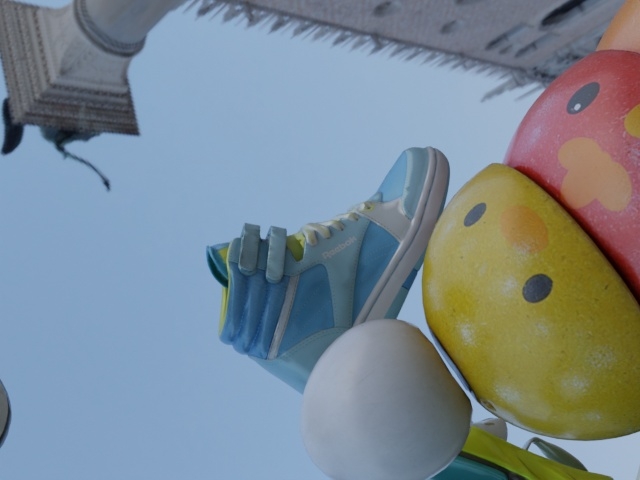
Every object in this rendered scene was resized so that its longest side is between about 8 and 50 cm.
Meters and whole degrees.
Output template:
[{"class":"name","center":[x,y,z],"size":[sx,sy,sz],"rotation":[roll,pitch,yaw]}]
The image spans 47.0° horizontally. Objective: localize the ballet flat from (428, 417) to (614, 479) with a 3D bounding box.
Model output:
[{"class":"ballet flat","center":[0.179,0.213,0.694],"size":[0.230,0.077,0.077],"rotation":[23,-129,-2]}]

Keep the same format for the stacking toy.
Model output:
[{"class":"stacking toy","center":[0.197,0.027,0.517],"size":[0.351,0.479,0.350],"rotation":[55,178,3]}]

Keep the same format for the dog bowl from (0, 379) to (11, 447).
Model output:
[{"class":"dog bowl","center":[-0.509,0.172,0.657],"size":[0.407,0.408,0.151],"rotation":[19,-79,-39]}]

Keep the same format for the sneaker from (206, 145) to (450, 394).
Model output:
[{"class":"sneaker","center":[0.000,0.000,0.792],"size":[0.208,0.127,0.319],"rotation":[28,-108,-3]}]

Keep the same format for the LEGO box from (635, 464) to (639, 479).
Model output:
[{"class":"LEGO box","center":[0.530,0.548,1.081],"size":[0.372,0.193,0.501],"rotation":[-17,-61,-64]}]
